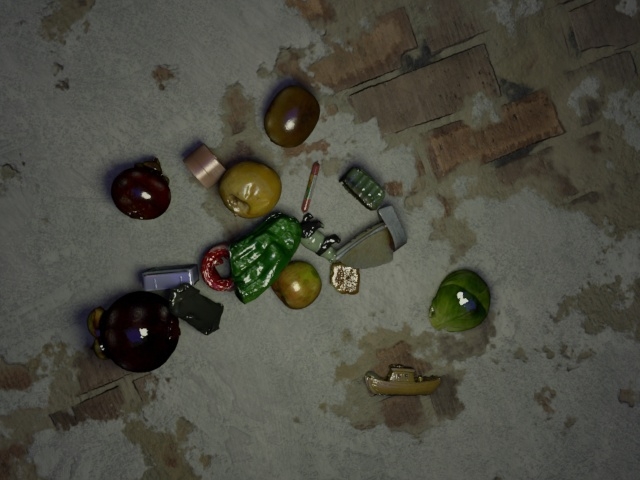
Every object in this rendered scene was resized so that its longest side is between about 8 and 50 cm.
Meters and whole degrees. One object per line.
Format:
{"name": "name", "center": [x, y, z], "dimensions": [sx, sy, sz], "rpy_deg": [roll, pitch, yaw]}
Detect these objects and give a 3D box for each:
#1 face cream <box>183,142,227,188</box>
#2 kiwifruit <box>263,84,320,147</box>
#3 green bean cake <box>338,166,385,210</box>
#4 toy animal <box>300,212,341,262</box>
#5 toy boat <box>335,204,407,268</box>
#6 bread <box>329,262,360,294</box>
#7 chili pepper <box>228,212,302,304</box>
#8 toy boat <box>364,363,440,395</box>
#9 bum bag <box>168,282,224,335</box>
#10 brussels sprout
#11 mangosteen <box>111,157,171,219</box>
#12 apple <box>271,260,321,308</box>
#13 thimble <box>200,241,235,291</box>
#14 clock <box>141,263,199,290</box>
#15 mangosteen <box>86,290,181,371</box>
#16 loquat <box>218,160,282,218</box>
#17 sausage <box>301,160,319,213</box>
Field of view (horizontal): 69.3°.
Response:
{"name": "face cream", "center": [-0.440, -0.285, 1.782], "dimensions": [0.104, 0.149, 0.149], "rpy_deg": [-40, 97, -1]}
{"name": "kiwifruit", "center": [-0.113, -0.467, 1.770], "dimensions": [0.196, 0.196, 0.234], "rpy_deg": [38, 90, -7]}
{"name": "green bean cake", "center": [0.168, -0.207, 1.828], "dimensions": [0.181, 0.173, 0.094], "rpy_deg": [42, 92, -5]}
{"name": "toy animal", "center": [0.000, 0.000, 1.873], "dimensions": [0.225, 0.094, 0.121], "rpy_deg": [39, 92, -8]}
{"name": "toy boat", "center": [0.222, 0.009, 1.855], "dimensions": [0.293, 0.111, 0.276], "rpy_deg": [-43, 137, 9]}
{"name": "bread", "center": [0.098, 0.154, 1.908], "dimensions": [0.127, 0.069, 0.140], "rpy_deg": [-1, 94, -4]}
{"name": "chili pepper", "center": [-0.221, 0.060, 1.769], "dimensions": [0.213, 0.167, 0.385], "rpy_deg": [31, 64, 15]}
{"name": "toy boat", "center": [0.349, 0.588, 1.962], "dimensions": [0.321, 0.089, 0.121], "rpy_deg": [2, 84, -5]}
{"name": "bum bag", "center": [-0.482, 0.261, 1.801], "dimensions": [0.079, 0.326, 0.142], "rpy_deg": [28, 72, 35]}
{"name": "brussels sprout", "center": [0.568, 0.260, 1.896], "dimensions": [0.271, 0.210, 0.219], "rpy_deg": [-43, 93, 16]}
{"name": "mangosteen", "center": [-0.670, -0.204, 1.759], "dimensions": [0.215, 0.215, 0.258], "rpy_deg": [10, 64, -5]}
{"name": "apple", "center": [-0.092, 0.172, 1.834], "dimensions": [0.196, 0.196, 0.196], "rpy_deg": [0, 96, -5]}
{"name": "thimble", "center": [-0.386, 0.102, 1.837], "dimensions": [0.163, 0.125, 0.190], "rpy_deg": [4, 95, -2]}
{"name": "clock", "center": [-0.585, 0.143, 1.814], "dimensions": [0.193, 0.144, 0.073], "rpy_deg": [-5, 95, -5]}
{"name": "mangosteen", "center": [-0.710, 0.349, 1.751], "dimensions": [0.346, 0.307, 0.307], "rpy_deg": [-8, 96, 4]}
{"name": "loquat", "center": [-0.263, -0.200, 1.770], "dimensions": [0.243, 0.244, 0.244], "rpy_deg": [0, 96, -5]}
{"name": "sausage", "center": [-0.040, -0.215, 1.881], "dimensions": [0.029, 0.029, 0.223], "rpy_deg": [15, 94, -6]}
